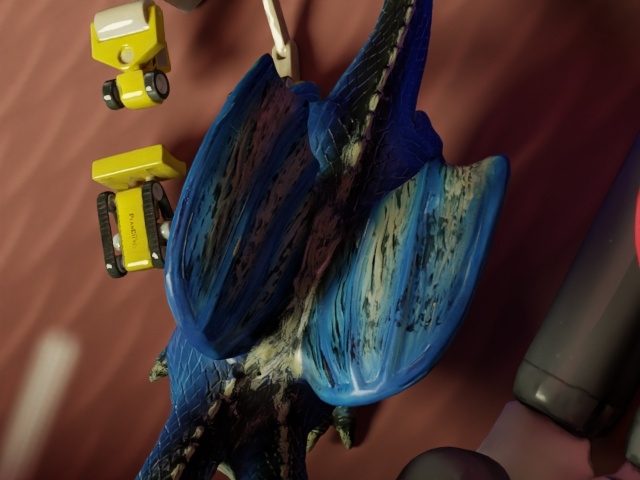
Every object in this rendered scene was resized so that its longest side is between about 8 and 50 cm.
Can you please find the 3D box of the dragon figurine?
[{"bbox_3d":[0.000,0.000,0.478,0.085,0.144,0.289,22,90,-5],"label":"dragon figurine"}]

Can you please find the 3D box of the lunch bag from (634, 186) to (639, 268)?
[{"bbox_3d":[0.236,0.001,0.317,0.258,0.120,0.293,48,134,0],"label":"lunch bag"}]

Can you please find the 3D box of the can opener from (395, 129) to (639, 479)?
[{"bbox_3d":[0.086,0.038,0.465,0.076,0.095,0.283,27,92,29],"label":"can opener"}]

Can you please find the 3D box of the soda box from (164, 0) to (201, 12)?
[{"bbox_3d":[-0.008,-0.186,0.573,0.216,0.074,0.069,-43,63,13],"label":"soda box"}]

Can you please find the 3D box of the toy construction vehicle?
[{"bbox_3d":[-0.042,-0.042,0.586,0.086,0.035,0.098,-14,81,25],"label":"toy construction vehicle"}]
